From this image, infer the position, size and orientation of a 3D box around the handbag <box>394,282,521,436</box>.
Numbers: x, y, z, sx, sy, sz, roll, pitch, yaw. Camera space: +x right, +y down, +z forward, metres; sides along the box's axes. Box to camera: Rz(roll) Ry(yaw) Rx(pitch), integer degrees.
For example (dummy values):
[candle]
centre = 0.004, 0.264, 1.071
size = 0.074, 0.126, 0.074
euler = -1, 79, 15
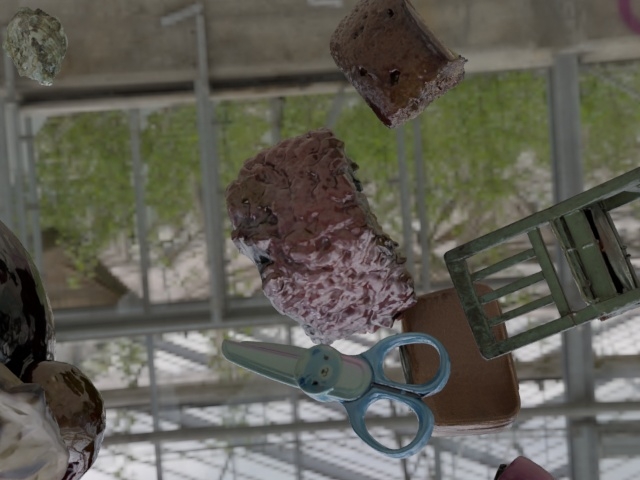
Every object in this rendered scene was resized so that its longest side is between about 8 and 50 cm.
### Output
[handbag]
centre = 0.177, 0.159, 1.477
size = 0.151, 0.193, 0.072
euler = -7, 158, 0

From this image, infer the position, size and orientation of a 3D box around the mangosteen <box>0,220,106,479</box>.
[mangosteen]
centre = -0.361, 0.142, 0.876
size = 0.382, 0.382, 0.435
euler = -7, -134, -51

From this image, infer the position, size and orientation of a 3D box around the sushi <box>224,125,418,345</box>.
[sushi]
centre = 0.000, 0.000, 1.381
size = 0.171, 0.236, 0.270
euler = -29, 139, 4

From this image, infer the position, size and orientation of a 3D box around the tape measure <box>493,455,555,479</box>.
[tape measure]
centre = 0.242, 0.336, 1.425
size = 0.074, 0.125, 0.118
euler = 32, 178, 20

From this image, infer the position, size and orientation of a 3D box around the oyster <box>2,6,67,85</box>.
[oyster]
centre = -0.346, -0.233, 1.332
size = 0.100, 0.098, 0.037
euler = 10, 168, 27

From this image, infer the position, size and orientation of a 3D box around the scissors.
[scissors]
centre = 0.006, 0.134, 1.138
size = 0.256, 0.125, 0.030
euler = 11, 163, 31

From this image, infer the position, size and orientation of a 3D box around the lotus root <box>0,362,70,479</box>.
[lotus root]
centre = -0.257, 0.112, 0.590
size = 0.188, 0.199, 0.180
euler = -38, -126, -24

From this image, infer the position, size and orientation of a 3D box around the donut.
[donut]
centre = 0.077, -0.219, 1.260
size = 0.126, 0.186, 0.144
euler = -44, 161, 11

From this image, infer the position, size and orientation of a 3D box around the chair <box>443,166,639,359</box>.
[chair]
centre = 0.297, 0.022, 1.232
size = 0.270, 0.136, 0.147
euler = -26, 169, 26
